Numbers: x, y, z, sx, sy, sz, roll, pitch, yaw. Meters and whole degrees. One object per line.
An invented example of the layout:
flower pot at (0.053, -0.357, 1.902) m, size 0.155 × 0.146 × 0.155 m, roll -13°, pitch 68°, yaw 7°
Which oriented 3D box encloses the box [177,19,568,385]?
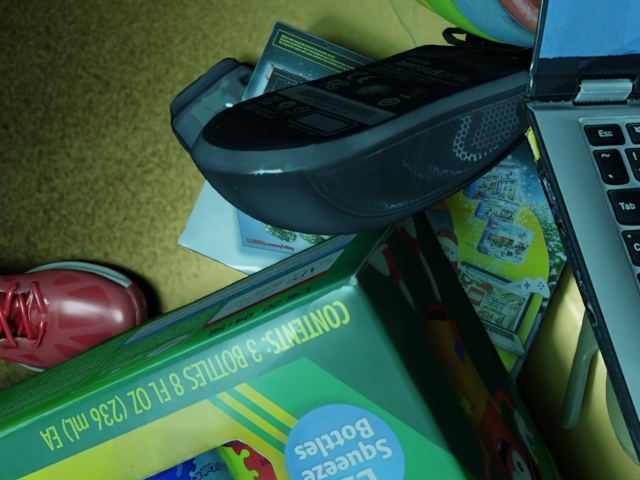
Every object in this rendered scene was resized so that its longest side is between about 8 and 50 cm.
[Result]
box at (0.047, -0.023, 0.915) m, size 0.233 × 0.044 × 0.159 m, roll 24°, pitch 87°, yaw 7°

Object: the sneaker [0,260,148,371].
sneaker at (-0.242, 0.061, 1.000) m, size 0.221 × 0.128 × 0.087 m, roll -3°, pitch 94°, yaw 19°

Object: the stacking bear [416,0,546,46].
stacking bear at (0.094, -0.198, 0.822) m, size 0.289 × 0.164 × 0.175 m, roll 25°, pitch 81°, yaw 54°

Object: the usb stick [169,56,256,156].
usb stick at (0.000, 0.000, 0.963) m, size 0.077 × 0.045 × 0.278 m, roll -39°, pitch 82°, yaw 12°

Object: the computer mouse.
computer mouse at (0.059, -0.058, 0.808) m, size 0.272 × 0.188 × 0.072 m, roll -19°, pitch 116°, yaw -23°

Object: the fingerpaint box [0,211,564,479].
fingerpaint box at (-0.063, 0.240, 0.887) m, size 0.445 × 0.163 × 0.371 m, roll -24°, pitch 100°, yaw 22°

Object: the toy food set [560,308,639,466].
toy food set at (0.217, 0.074, 0.843) m, size 0.039 × 0.192 × 0.132 m, roll 16°, pitch 87°, yaw -20°

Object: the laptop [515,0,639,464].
laptop at (0.314, -0.084, 0.642) m, size 0.382 × 0.236 × 0.408 m, roll -4°, pitch 62°, yaw -19°
